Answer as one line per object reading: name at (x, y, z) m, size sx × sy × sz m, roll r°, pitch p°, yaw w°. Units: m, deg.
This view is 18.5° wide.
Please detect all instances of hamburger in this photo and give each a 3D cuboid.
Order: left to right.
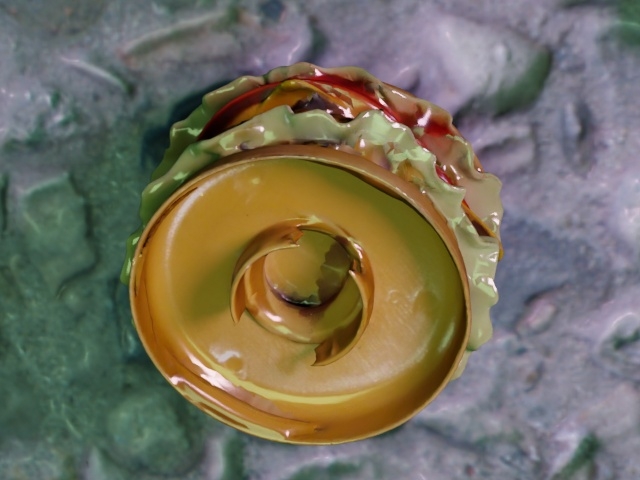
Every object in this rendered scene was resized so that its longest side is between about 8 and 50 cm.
hamburger at (0.000, 0.000, 1.445) m, size 0.274 × 0.212 × 0.274 m, roll 3°, pitch 117°, yaw 7°
